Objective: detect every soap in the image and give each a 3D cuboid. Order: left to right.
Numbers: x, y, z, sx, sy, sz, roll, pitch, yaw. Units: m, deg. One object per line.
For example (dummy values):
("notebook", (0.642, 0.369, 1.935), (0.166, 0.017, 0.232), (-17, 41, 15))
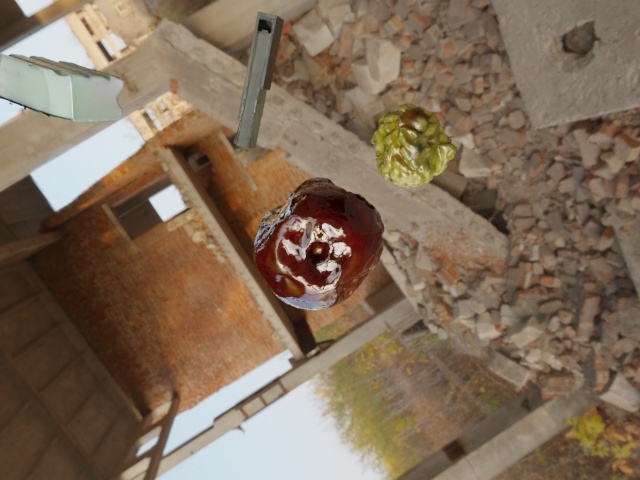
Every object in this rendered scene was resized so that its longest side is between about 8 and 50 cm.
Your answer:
("soap", (-0.515, -0.300, 0.986), (0.230, 0.145, 0.091), (22, 113, 30))

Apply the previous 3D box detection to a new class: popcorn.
("popcorn", (0.238, -0.246, 1.323), (0.169, 0.189, 0.218), (170, 97, -70))

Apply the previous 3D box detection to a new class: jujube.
("jujube", (-0.001, 0.001, 1.071), (0.277, 0.276, 0.377), (58, -173, 0))

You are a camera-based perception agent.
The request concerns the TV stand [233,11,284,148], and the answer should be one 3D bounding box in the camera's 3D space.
("TV stand", (-0.125, -0.313, 1.005), (0.040, 0.257, 0.049), (17, -163, 9))
